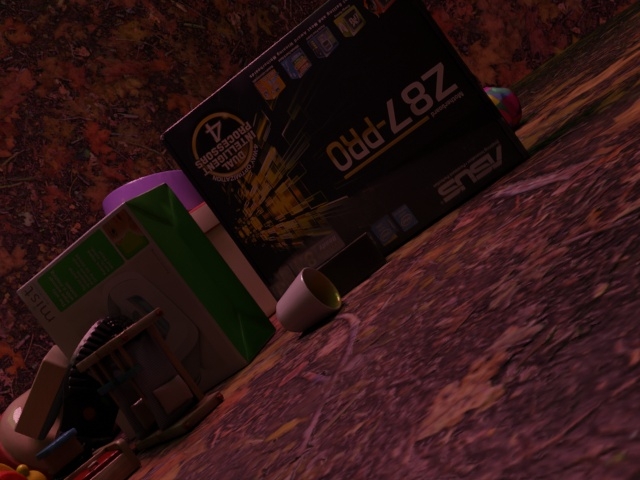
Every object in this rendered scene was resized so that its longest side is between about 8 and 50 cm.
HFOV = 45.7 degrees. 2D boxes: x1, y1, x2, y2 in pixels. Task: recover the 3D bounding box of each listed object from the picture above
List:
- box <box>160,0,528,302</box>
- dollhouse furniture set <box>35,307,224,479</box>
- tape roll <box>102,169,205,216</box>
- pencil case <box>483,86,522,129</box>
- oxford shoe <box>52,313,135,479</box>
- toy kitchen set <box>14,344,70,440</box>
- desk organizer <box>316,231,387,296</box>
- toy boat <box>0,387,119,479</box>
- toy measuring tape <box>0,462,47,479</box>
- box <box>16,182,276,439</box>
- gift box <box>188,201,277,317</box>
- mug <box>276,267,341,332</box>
[{"bbox_3d":[0.027,-0.132,1.042,0.395,0.318,0.097,-35,3,14],"label":"box"},{"bbox_3d":[-0.229,0.188,0.827,0.129,0.129,0.184,-33,4,46],"label":"dollhouse furniture set"},{"bbox_3d":[-0.303,-0.056,1.416,0.189,0.080,0.189,-20,-12,-4],"label":"tape roll"},{"bbox_3d":[0.262,-0.192,1.353,0.236,0.104,0.104,-38,4,-35],"label":"pencil case"},{"bbox_3d":[-0.285,0.199,0.938,0.096,0.083,0.227,-42,31,58],"label":"oxford shoe"},{"bbox_3d":[-0.328,0.216,1.142,0.207,0.166,0.122,-97,31,-74],"label":"toy kitchen set"},{"bbox_3d":[0.017,0.049,0.974,0.130,0.047,0.050,-37,1,-11],"label":"desk organizer"},{"bbox_3d":[-0.420,0.316,1.199,0.231,0.151,0.151,-48,-18,-77],"label":"toy boat"},{"bbox_3d":[-0.383,0.316,0.771,0.121,0.121,0.330,-35,4,16],"label":"toy measuring tape"},{"bbox_3d":[-0.237,0.097,1.047,0.231,0.262,0.127,-34,4,21],"label":"box"},{"bbox_3d":[-0.241,0.080,1.339,0.255,0.258,0.276,-33,6,48],"label":"gift box"},{"bbox_3d":[-0.013,0.079,0.893,0.064,0.078,0.062,-44,33,22],"label":"mug"}]
